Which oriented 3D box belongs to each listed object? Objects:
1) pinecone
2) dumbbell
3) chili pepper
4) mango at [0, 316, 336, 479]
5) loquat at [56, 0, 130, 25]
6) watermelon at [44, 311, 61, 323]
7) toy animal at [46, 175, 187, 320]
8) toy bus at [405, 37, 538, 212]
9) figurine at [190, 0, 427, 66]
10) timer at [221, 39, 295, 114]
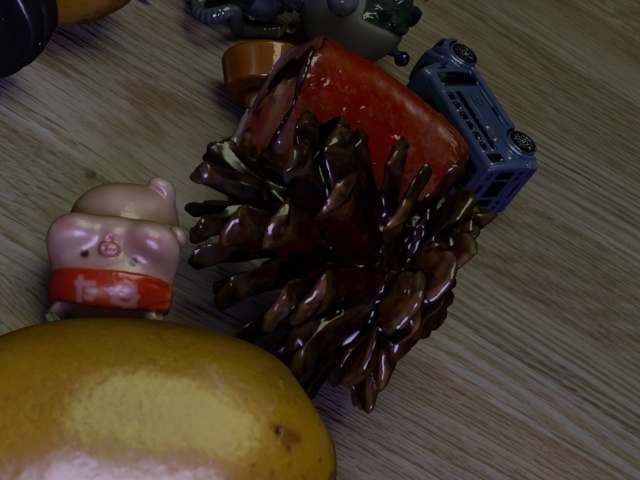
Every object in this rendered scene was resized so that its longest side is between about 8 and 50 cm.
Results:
[{"bbox_3d":[0.000,0.000,1.783,0.384,0.384,0.384,21,39,-18],"label":"pinecone"},{"bbox_3d":[-0.461,-0.238,1.821,0.185,0.185,0.388,31,38,-6],"label":"dumbbell"},{"bbox_3d":[0.042,-0.107,2.021,0.305,0.229,0.251,33,79,-13],"label":"chili pepper"},{"bbox_3d":[-0.199,0.223,1.478,0.445,0.232,0.300,5,69,-18],"label":"mango"},{"bbox_3d":[-0.353,-0.415,2.058,0.235,0.235,0.235,21,39,-18],"label":"loquat"},{"bbox_3d":[-0.264,0.164,1.634,0.180,0.081,0.094,60,22,6],"label":"watermelon"},{"bbox_3d":[-0.244,0.020,1.734,0.171,0.171,0.198,22,35,-17],"label":"toy animal"},{"bbox_3d":[0.216,-0.187,2.333,0.133,0.125,0.292,-3,52,-39],"label":"toy bus"},{"bbox_3d":[-0.015,-0.398,2.345,0.382,0.186,0.261,15,30,-16],"label":"figurine"},{"bbox_3d":[-0.082,-0.197,2.146,0.132,0.132,0.152,12,67,-27],"label":"timer"}]
